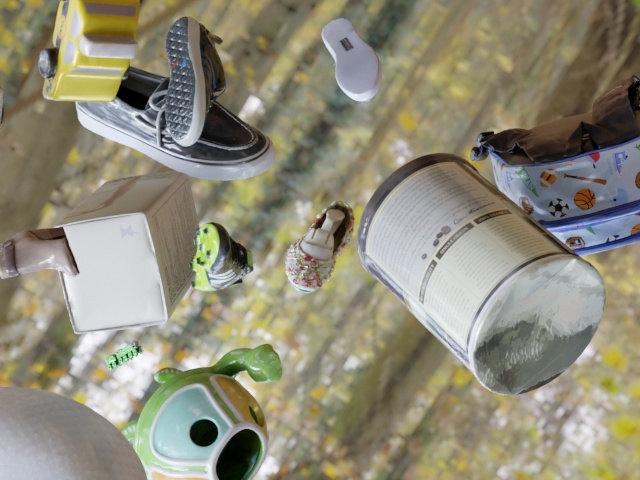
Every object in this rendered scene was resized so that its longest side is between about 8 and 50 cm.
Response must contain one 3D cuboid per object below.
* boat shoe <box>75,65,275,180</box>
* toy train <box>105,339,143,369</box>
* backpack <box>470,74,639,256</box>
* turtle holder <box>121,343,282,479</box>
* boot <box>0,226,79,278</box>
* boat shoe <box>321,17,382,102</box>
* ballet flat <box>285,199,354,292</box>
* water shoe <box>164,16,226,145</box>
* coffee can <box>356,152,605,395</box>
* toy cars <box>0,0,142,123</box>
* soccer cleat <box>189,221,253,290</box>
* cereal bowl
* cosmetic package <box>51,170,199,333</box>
[{"bbox_3d":[-0.204,-0.179,2.068,0.306,0.105,0.113,24,-130,21],"label":"boat shoe"},{"bbox_3d":[-0.299,0.175,2.276,0.017,0.083,0.024,-4,-111,-47],"label":"toy train"},{"bbox_3d":[0.370,-0.089,2.100,0.263,0.276,0.213,-60,-51,-83],"label":"backpack"},{"bbox_3d":[-0.194,0.363,2.850,0.320,0.243,0.227,-33,-151,-29],"label":"turtle holder"},{"bbox_3d":[-0.330,0.023,1.730,0.118,0.087,0.042,-126,18,-60],"label":"boot"},{"bbox_3d":[0.059,-0.291,2.540,0.076,0.080,0.228,61,-179,-40],"label":"boat shoe"},{"bbox_3d":[0.000,0.000,2.532,0.091,0.077,0.241,21,-149,4],"label":"ballet flat"},{"bbox_3d":[-0.155,-0.207,1.970,0.080,0.073,0.203,22,-129,-36],"label":"water shoe"},{"bbox_3d":[0.201,0.039,1.916,0.201,0.201,0.275,19,-162,-41],"label":"coffee can"},{"bbox_3d":[-0.326,-0.161,1.676,0.176,0.393,0.087,50,177,-42],"label":"toy cars"},{"bbox_3d":[-0.113,0.018,1.764,0.072,0.060,0.179,-5,165,-11],"label":"soccer cleat"},{"bbox_3d":[-0.401,0.368,1.967,0.339,0.339,0.141,30,-153,-10],"label":"cereal bowl"},{"bbox_3d":[-0.251,0.009,2.008,0.129,0.153,0.296,-8,-169,7],"label":"cosmetic package"}]
